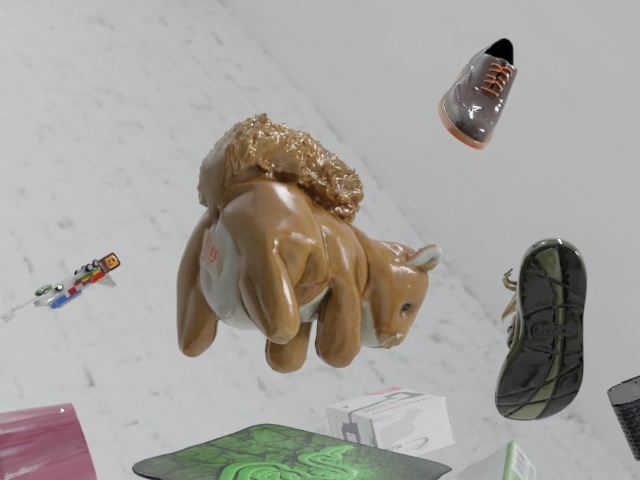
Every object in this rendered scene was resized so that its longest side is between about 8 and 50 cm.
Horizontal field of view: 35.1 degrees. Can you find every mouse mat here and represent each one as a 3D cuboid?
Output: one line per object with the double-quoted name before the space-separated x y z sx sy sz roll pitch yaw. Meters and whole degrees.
"mouse mat" -0.011 0.147 0.653 0.152 0.189 0.007 9 -86 23

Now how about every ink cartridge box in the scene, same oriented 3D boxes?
"ink cartridge box" 0.140 0.343 1.205 0.235 0.171 0.056 -34 -83 22
"ink cartridge box" 0.136 0.369 2.037 0.237 0.172 0.100 173 -95 -69

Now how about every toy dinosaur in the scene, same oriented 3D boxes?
"toy dinosaur" 0.366 0.096 1.836 0.183 0.053 0.093 -37 -91 40

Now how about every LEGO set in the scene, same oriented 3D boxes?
"LEGO set" -0.371 0.091 1.372 0.060 0.244 0.182 59 -4 -8

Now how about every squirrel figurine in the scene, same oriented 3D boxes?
"squirrel figurine" 0.000 0.000 1.518 0.281 0.370 0.397 -28 -116 51

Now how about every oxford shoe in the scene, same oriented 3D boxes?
"oxford shoe" 0.253 -0.238 1.592 0.098 0.097 0.271 -56 -171 37

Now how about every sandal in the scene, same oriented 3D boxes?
"sandal" 0.324 0.131 1.464 0.086 0.120 0.303 -86 -178 -67

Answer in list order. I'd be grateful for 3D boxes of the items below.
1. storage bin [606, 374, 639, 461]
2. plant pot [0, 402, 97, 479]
"storage bin" 0.498 0.222 1.394 0.180 0.122 0.084 -23 -89 12
"plant pot" -0.440 0.332 1.517 0.201 0.180 0.201 161 -90 -72
